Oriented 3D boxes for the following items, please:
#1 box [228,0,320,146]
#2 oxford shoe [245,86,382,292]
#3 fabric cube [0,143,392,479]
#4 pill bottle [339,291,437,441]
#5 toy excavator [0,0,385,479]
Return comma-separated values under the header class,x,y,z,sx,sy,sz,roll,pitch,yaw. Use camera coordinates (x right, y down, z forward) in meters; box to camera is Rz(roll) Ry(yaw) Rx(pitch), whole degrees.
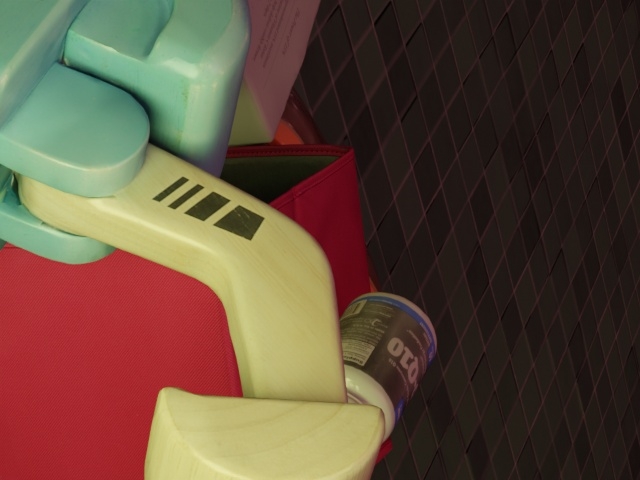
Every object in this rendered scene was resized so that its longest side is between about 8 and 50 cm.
class,x,y,z,sx,sy,sz,roll,pitch,yaw
box,-0.140,-0.264,1.531,0.215,0.168,0.345,-73,151,-43
oxford shoe,0.000,0.000,1.899,0.132,0.130,0.363,-69,147,-48
fabric cube,-0.115,0.082,1.513,0.259,0.254,0.258,-36,121,-59
pill bottle,0.028,0.105,1.433,0.137,0.078,0.078,-55,137,-48
toy excavator,-0.121,-0.053,1.235,0.222,0.445,0.433,104,11,-46
